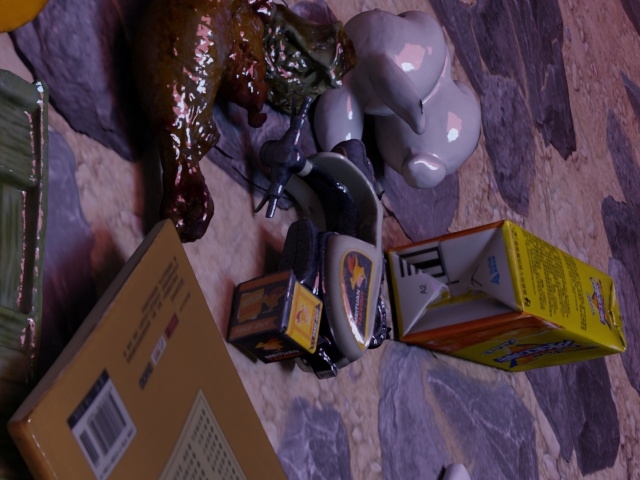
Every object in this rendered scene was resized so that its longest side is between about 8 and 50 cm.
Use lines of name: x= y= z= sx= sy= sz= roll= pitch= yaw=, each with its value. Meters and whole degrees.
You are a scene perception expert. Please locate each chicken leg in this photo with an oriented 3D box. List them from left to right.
chicken leg: x=-0.095 y=-0.146 z=1.075 sx=0.322 sy=0.083 sz=0.177 roll=-68 pitch=146 yaw=-52

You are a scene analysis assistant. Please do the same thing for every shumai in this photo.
shumai: x=-0.016 y=-0.182 z=1.225 sx=0.124 sy=0.087 sz=0.099 roll=41 pitch=44 yaw=-46

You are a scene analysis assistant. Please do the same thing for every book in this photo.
book: x=-0.080 y=0.208 z=0.905 sx=0.269 sy=0.032 sz=0.389 roll=-64 pitch=137 yaw=-60

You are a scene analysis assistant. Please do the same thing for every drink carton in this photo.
drink carton: x=0.227 y=0.075 z=1.478 sx=0.351 sy=0.154 sz=0.111 roll=22 pitch=58 yaw=-57

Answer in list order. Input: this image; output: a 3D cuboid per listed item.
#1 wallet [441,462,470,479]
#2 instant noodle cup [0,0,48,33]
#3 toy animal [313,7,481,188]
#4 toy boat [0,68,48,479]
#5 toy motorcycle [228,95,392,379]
wallet: x=0.137 y=0.293 z=1.344 sx=0.061 sy=0.025 sz=0.122 roll=64 pitch=29 yaw=-17
instant noodle cup: x=-0.264 y=-0.188 z=0.665 sx=0.216 sy=0.172 sz=0.216 roll=38 pitch=45 yaw=-51
toy animal: x=0.086 y=-0.145 z=1.358 sx=0.193 sy=0.127 sz=0.179 roll=41 pitch=44 yaw=-52
toy boat: x=-0.209 y=0.027 z=0.790 sx=0.093 sy=0.055 sz=0.293 roll=29 pitch=51 yaw=-56
toy motorcycle: x=0.000 y=0.000 z=1.163 sx=0.157 sy=0.091 sz=0.263 roll=40 pitch=45 yaw=-42
